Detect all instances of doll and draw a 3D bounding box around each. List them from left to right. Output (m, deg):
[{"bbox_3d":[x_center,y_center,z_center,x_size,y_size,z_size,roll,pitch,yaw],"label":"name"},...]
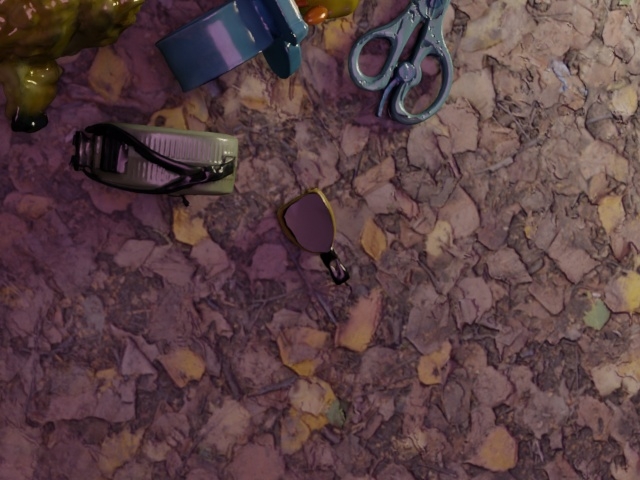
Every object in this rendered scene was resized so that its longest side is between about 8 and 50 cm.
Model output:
[{"bbox_3d":[0.029,-0.407,1.775,0.220,0.135,0.143,-17,65,-14],"label":"doll"}]

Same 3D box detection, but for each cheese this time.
[{"bbox_3d":[0.000,0.000,1.856,0.086,0.036,0.162,-33,103,-12],"label":"cheese"}]

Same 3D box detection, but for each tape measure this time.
[{"bbox_3d":[-0.245,-0.114,1.697,0.235,0.207,0.115,5,97,-17],"label":"tape measure"}]

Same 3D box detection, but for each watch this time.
[{"bbox_3d":[-0.142,-0.307,1.708,0.193,0.211,0.211,-33,103,-14],"label":"watch"}]

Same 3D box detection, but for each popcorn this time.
[{"bbox_3d":[-0.387,-0.352,1.619,0.293,0.293,0.237,-34,66,-9],"label":"popcorn"}]

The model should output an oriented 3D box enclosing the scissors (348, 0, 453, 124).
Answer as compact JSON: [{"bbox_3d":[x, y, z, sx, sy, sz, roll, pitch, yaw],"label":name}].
[{"bbox_3d":[0.182,-0.377,1.866,0.180,0.032,0.393,27,88,-16],"label":"scissors"}]
